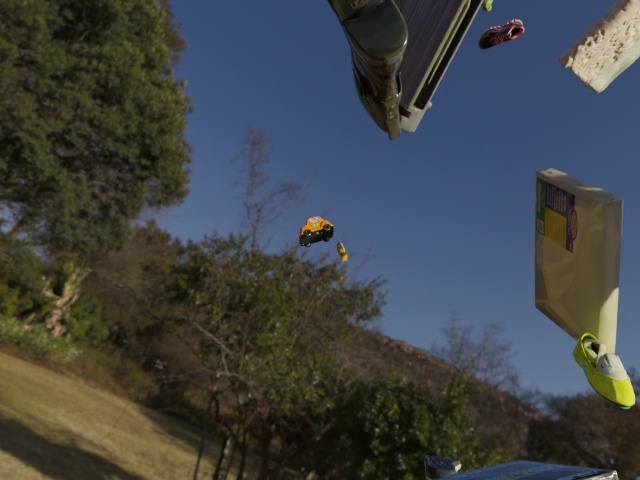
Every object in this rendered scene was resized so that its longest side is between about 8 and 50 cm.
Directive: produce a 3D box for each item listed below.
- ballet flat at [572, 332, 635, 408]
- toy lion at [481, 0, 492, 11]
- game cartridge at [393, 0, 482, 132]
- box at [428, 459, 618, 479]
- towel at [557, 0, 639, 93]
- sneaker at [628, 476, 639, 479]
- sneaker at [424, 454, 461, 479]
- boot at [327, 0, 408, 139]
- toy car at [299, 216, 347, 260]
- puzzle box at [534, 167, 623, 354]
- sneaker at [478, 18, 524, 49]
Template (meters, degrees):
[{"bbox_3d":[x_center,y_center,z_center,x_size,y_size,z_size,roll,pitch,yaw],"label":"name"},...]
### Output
[{"bbox_3d":[0.599,0.265,1.217,0.077,0.077,0.231,8,15,2],"label":"ballet flat"},{"bbox_3d":[0.446,-0.677,1.564,0.096,0.100,0.034,50,6,34],"label":"toy lion"},{"bbox_3d":[0.202,-0.423,1.130,0.068,0.230,0.355,10,-57,-26],"label":"game cartridge"},{"bbox_3d":[0.241,0.322,0.728,0.190,0.045,0.184,-4,-17,-18],"label":"box"},{"bbox_3d":[0.836,-0.567,1.565,0.316,0.053,0.332,6,-45,-51],"label":"towel"},{"bbox_3d":[0.529,0.433,0.859,0.083,0.224,0.098,13,-62,3],"label":"sneaker"},{"bbox_3d":[0.269,0.550,1.297,0.084,0.097,0.234,2,-12,19],"label":"sneaker"},{"bbox_3d":[0.054,-0.292,0.812,0.091,0.263,0.229,-19,-13,2],"label":"boot"},{"bbox_3d":[0.000,0.000,0.919,0.060,0.041,0.122,-26,-32,3],"label":"toy car"},{"bbox_3d":[0.629,0.049,1.417,0.052,0.272,0.409,-13,-66,-8],"label":"puzzle box"},{"bbox_3d":[0.459,-0.517,1.444,0.119,0.057,0.047,-25,-53,13],"label":"sneaker"}]
